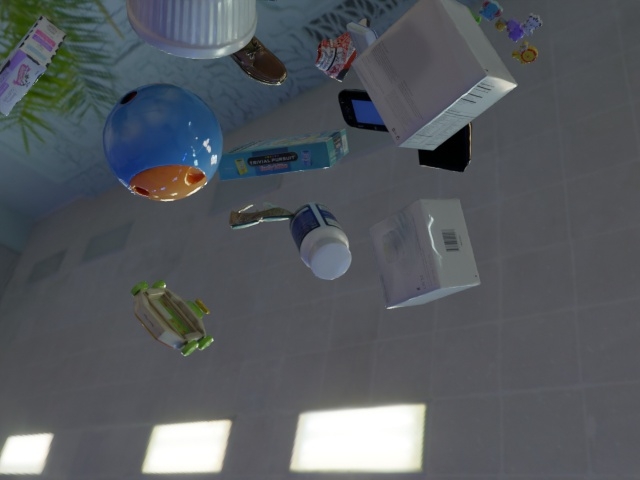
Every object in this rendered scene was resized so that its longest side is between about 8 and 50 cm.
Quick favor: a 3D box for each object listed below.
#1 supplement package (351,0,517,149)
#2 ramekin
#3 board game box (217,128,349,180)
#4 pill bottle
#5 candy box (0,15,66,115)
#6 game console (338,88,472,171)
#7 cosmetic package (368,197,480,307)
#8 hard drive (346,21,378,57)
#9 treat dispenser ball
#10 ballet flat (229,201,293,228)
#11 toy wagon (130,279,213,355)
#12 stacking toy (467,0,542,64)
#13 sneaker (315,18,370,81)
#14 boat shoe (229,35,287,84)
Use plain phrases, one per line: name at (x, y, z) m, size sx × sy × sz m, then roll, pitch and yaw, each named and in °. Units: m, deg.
supplement package at (0.207, -0.305, 1.159) m, size 0.203 × 0.149 × 0.194 m, roll -36°, pitch -107°, yaw 34°
ramekin at (-0.198, -0.393, 0.986) m, size 0.109 × 0.207 × 0.207 m, roll 107°, pitch -10°, yaw -52°
board game box at (-0.107, -0.259, 1.880) m, size 0.336 × 0.079 × 0.254 m, roll -5°, pitch -164°, yaw 16°
pill bottle at (0.000, 0.000, 1.942) m, size 0.153 × 0.153 × 0.265 m, roll -44°, pitch -150°, yaw 11°
candy box at (-0.678, -0.402, 1.442) m, size 0.165 × 0.070 × 0.196 m, roll -37°, pitch -146°, yaw 22°
game console at (0.191, -0.285, 1.487) m, size 0.361 × 0.213 × 0.044 m, roll 16°, pitch -141°, yaw 40°
cosmetic package at (0.255, 0.036, 1.597) m, size 0.224 × 0.138 × 0.224 m, roll -33°, pitch -116°, yaw 55°
hard drive at (0.180, -0.680, 2.297) m, size 0.040 × 0.210 × 0.319 m, roll -26°, pitch -155°, yaw 2°
treat dispenser ball at (-0.385, -0.240, 1.548) m, size 0.288 × 0.288 × 0.288 m, roll -29°, pitch -138°, yaw 29°
ballet flat at (-0.189, -0.086, 1.982) m, size 0.206 × 0.073 × 0.067 m, roll -10°, pitch -97°, yaw -1°
toy wagon at (-0.462, 0.245, 2.034) m, size 0.068 × 0.344 × 0.267 m, roll -44°, pitch -100°, yaw 8°
stacking toy at (0.449, -0.546, 1.551) m, size 0.052 × 0.221 × 0.167 m, roll -46°, pitch -166°, yaw 48°
sneaker at (0.082, -0.780, 2.488) m, size 0.270 × 0.145 × 0.090 m, roll -63°, pitch -165°, yaw 5°
boat shoe at (-0.246, -0.638, 2.132) m, size 0.111 × 0.307 × 0.104 m, roll -58°, pitch -174°, yaw -8°
